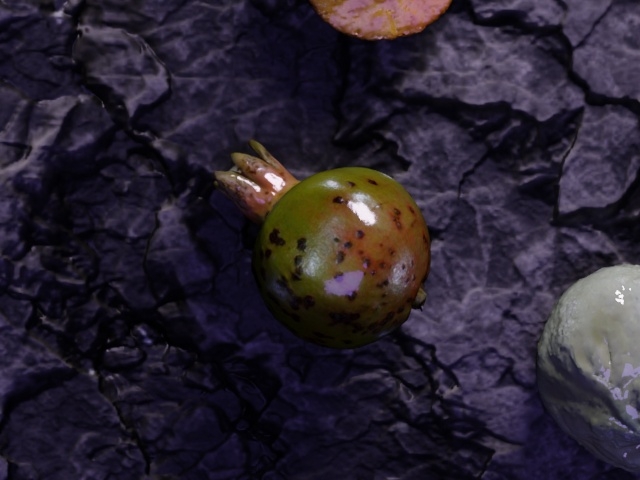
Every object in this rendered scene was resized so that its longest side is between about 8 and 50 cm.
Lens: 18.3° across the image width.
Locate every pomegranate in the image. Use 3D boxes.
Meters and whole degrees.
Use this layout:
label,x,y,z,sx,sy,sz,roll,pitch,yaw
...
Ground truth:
label,x,y,z,sx,sy,sz,roll,pitch,yaw
pomegranate,0.000,0.000,1.648,0.205,0.159,0.159,40,108,11

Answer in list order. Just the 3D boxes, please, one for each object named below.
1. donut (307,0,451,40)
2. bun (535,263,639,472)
label,x,y,z,sx,sy,sz,roll,pitch,yaw
donut,0.048,-0.238,1.590,0.152,0.058,0.151,-1,115,-3
bun,0.285,0.114,1.732,0.195,0.118,0.195,0,113,0
